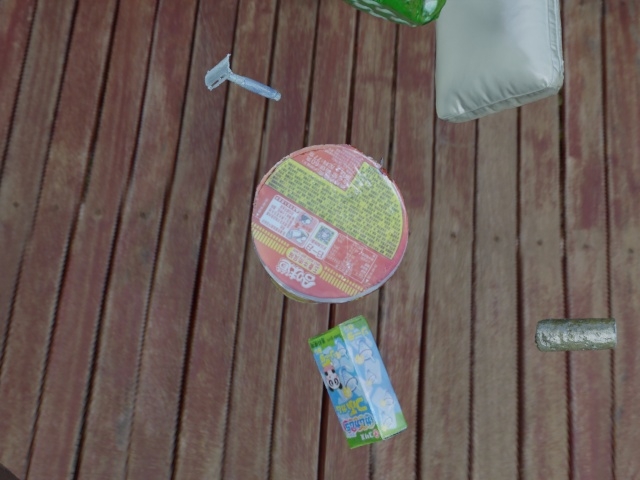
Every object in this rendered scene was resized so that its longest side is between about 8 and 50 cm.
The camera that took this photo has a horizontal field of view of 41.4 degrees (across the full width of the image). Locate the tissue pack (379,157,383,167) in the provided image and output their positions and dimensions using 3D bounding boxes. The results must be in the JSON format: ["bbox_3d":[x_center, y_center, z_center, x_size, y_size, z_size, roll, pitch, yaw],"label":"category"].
[{"bbox_3d":[0.065,-0.039,1.479,0.026,0.193,0.122,25,38,-2],"label":"tissue pack"}]

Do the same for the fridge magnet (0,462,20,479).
[{"bbox_3d":[-0.656,0.578,1.702,0.155,0.363,0.363,-38,76,-10],"label":"fridge magnet"}]

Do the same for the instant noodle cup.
[{"bbox_3d":[0.000,0.000,1.076,0.193,0.212,0.193,1,78,-7],"label":"instant noodle cup"}]

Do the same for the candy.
[{"bbox_3d":[0.059,0.228,1.363,0.062,0.097,0.194,-15,80,-41],"label":"candy"}]

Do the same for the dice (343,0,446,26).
[{"bbox_3d":[0.099,-0.366,1.152,0.131,0.128,0.120,28,99,35],"label":"dice"}]

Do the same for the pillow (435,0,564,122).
[{"bbox_3d":[0.310,-0.382,1.492,0.255,0.120,0.322,-12,73,44],"label":"pillow"}]

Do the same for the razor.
[{"bbox_3d":[-0.123,-0.267,1.453,0.135,0.068,0.040,17,59,-38],"label":"razor"}]

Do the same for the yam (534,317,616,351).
[{"bbox_3d":[0.563,0.205,1.858,0.179,0.078,0.078,-7,70,30],"label":"yam"}]
